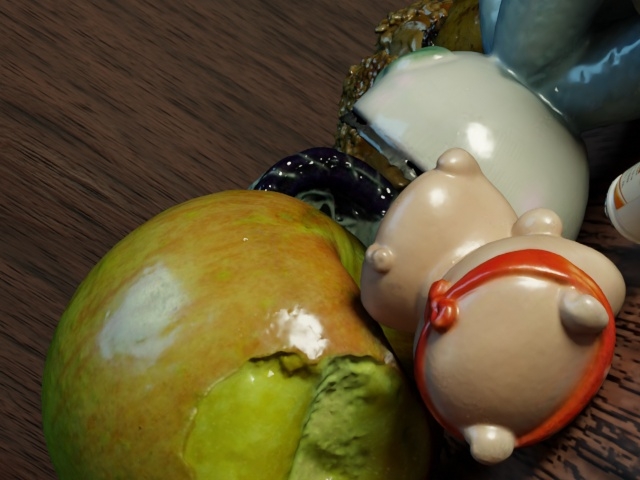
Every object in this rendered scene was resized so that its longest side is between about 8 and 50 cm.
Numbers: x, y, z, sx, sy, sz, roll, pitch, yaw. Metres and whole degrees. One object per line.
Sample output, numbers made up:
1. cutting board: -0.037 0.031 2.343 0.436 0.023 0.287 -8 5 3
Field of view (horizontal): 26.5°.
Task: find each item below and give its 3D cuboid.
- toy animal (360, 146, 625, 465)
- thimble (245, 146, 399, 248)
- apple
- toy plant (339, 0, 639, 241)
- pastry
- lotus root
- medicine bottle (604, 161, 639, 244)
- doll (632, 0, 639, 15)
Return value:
1. toy animal: 0.122 0.049 0.960 0.171 0.171 0.198 -55 47 21
2. thimble: 0.000 0.000 1.762 0.237 0.237 0.150 -61 11 -22
3. apple: -0.067 0.131 1.140 0.340 0.339 0.339 -56 8 12
4. toy plant: 0.202 -0.152 1.142 0.332 0.247 0.247 -50 8 5
5. pastry: 0.122 -0.198 1.871 0.316 0.184 0.284 -59 7 -6
6. lotus root: 0.225 -0.242 1.569 0.169 0.141 0.314 -63 18 -17
7. medicine bottle: 0.241 -0.035 0.928 0.057 0.057 0.089 -61 8 -25
8. doll: 0.370 -0.331 0.933 0.378 0.252 0.382 -7 46 38
